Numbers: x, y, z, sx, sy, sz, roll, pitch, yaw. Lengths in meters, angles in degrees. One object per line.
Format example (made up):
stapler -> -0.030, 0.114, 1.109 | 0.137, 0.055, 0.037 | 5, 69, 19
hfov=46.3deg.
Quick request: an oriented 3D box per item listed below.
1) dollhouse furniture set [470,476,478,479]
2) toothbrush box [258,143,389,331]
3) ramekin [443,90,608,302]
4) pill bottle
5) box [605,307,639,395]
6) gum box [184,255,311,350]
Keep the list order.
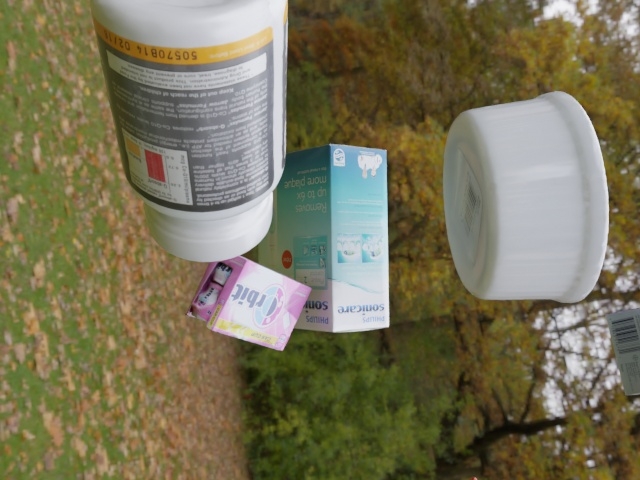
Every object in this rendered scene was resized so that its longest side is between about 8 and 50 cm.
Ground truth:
dollhouse furniture set -> 0.271, 0.477, 1.103 | 0.259, 0.135, 0.262 | 53, 49, -17
toothbrush box -> 0.000, 0.000, 1.262 | 0.216, 0.126, 0.295 | -1, -91, 53
ramekin -> 0.252, -0.051, 0.982 | 0.277, 0.135, 0.277 | 175, -90, -87
pill bottle -> -0.111, -0.119, 0.693 | 0.278, 0.162, 0.162 | 94, -11, -46
box -> 0.517, 0.164, 1.141 | 0.072, 0.137, 0.126 | -26, -111, 52
gum box -> -0.103, 0.086, 1.086 | 0.188, 0.062, 0.107 | 30, 84, -56
